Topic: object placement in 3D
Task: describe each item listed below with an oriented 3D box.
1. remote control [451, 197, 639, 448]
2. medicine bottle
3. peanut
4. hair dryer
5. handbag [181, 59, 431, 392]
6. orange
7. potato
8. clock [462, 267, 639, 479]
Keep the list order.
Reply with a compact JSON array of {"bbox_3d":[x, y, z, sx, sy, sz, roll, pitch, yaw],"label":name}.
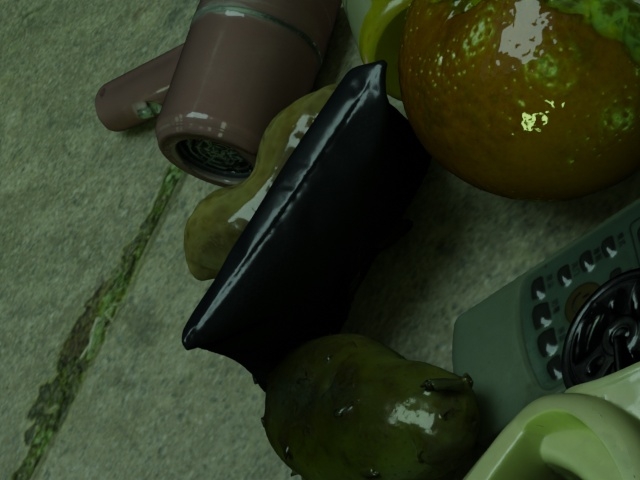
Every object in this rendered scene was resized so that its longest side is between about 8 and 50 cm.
[{"bbox_3d":[0.206,0.036,1.259,0.285,0.038,0.123,-32,40,28],"label":"remote control"},{"bbox_3d":[0.076,-0.220,1.560,0.122,0.122,0.212,-40,36,20],"label":"medicine bottle"},{"bbox_3d":[-0.028,-0.043,1.555,0.229,0.098,0.103,-46,9,12],"label":"peanut"},{"bbox_3d":[-0.128,-0.141,1.762,0.352,0.125,0.210,-17,49,54],"label":"hair dryer"},{"bbox_3d":[0.000,0.000,1.417,0.089,0.211,0.254,33,85,20],"label":"handbag"},{"bbox_3d":[0.152,-0.108,1.324,0.237,0.179,0.158,32,103,63],"label":"orange"},{"bbox_3d":[0.033,0.128,1.332,0.225,0.090,0.117,3,81,57],"label":"potato"},{"bbox_3d":[0.143,0.215,1.121,0.379,0.120,0.276,-51,33,14],"label":"clock"}]
